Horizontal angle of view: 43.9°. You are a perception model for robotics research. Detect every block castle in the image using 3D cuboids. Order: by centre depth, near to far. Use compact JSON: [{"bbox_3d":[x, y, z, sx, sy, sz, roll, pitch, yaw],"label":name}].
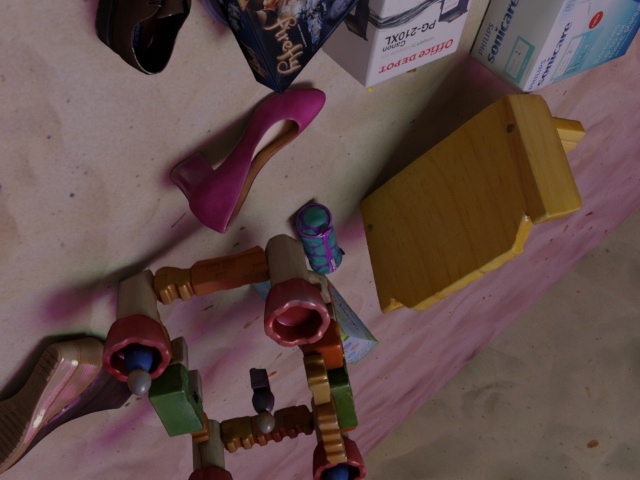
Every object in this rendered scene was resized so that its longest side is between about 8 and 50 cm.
[{"bbox_3d":[-0.103,0.233,1.165,0.303,0.212,0.453,-13,132,0],"label":"block castle"}]

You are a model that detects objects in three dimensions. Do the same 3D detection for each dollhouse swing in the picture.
[{"bbox_3d":[0.300,-0.042,1.354,0.305,0.315,0.347,16,142,-37],"label":"dollhouse swing"}]

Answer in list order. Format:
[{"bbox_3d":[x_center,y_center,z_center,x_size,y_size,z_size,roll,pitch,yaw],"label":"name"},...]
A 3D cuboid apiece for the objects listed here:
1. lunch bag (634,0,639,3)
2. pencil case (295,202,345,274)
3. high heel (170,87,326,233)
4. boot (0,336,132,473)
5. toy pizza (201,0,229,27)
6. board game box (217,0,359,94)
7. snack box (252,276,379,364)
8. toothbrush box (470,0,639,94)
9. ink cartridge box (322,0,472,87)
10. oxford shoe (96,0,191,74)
[{"bbox_3d":[0.486,-0.462,1.092,0.303,0.115,0.243,-21,130,-35],"label":"lunch bag"},{"bbox_3d":[0.000,0.000,1.343,0.064,0.070,0.151,-38,152,-10],"label":"pencil case"},{"bbox_3d":[-0.069,-0.108,1.035,0.244,0.117,0.082,-33,151,-20],"label":"high heel"},{"bbox_3d":[-0.371,0.252,1.179,0.248,0.090,0.207,-52,150,9],"label":"boot"},{"bbox_3d":[-0.051,-0.317,0.849,0.201,0.032,0.201,-33,153,-19],"label":"toy pizza"},{"bbox_3d":[-0.035,-0.281,0.798,0.165,0.042,0.243,-52,156,-11],"label":"board game box"},{"bbox_3d":[-0.006,0.130,1.408,0.070,0.174,0.207,-44,155,10],"label":"snack box"},{"bbox_3d":[0.410,-0.385,1.278,0.296,0.126,0.216,-23,147,-32],"label":"toothbrush box"},{"bbox_3d":[0.108,-0.327,0.974,0.172,0.100,0.237,-27,149,-28],"label":"ink cartridge box"},{"bbox_3d":[-0.148,-0.256,0.736,0.083,0.096,0.227,-21,145,-33],"label":"oxford shoe"}]
